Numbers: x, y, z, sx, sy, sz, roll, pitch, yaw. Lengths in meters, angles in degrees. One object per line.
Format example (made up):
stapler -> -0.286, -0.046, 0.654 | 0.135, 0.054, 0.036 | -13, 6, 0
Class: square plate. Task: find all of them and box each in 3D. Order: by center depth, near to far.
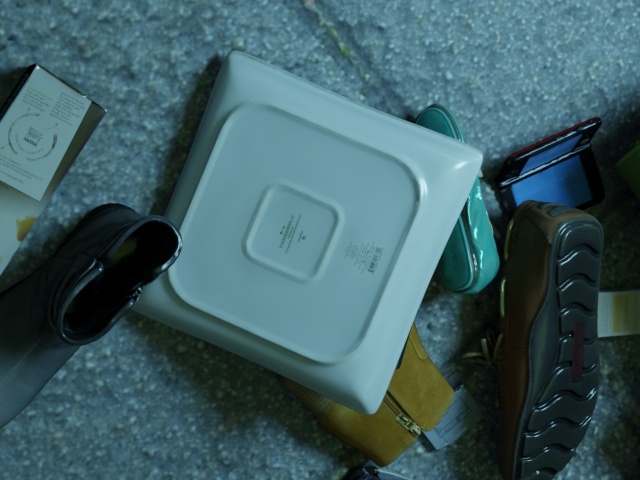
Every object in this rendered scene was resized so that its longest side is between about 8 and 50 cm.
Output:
square plate -> -0.027, -0.012, 1.761 | 0.344, 0.049, 0.347 | 23, 94, 12

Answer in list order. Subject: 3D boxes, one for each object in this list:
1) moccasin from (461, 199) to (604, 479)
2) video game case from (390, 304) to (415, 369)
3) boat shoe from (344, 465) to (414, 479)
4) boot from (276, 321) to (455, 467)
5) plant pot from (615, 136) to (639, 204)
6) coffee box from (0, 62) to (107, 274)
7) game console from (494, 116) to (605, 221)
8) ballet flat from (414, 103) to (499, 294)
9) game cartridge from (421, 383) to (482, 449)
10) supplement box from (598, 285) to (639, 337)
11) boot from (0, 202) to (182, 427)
moccasin -> 0.275, 0.137, 1.908 | 0.139, 0.147, 0.380 | -11, 107, -30
video game case -> 0.000, 0.000, 1.797 | 0.274, 0.035, 0.248 | 16, 92, 12
boat shoe -> 0.194, 0.396, 1.899 | 0.340, 0.158, 0.127 | 18, 91, -17
boot -> 0.103, 0.131, 1.882 | 0.211, 0.104, 0.295 | 38, 90, -22
plant pot -> 0.576, -0.047, 1.868 | 0.366, 0.366, 0.353 | -42, 86, -8
coffee box -> -0.359, -0.077, 1.696 | 0.098, 0.141, 0.246 | 33, 87, -16
game console -> 0.311, -0.082, 1.919 | 0.144, 0.124, 0.085 | -25, 76, -12
ballet flat -> 0.176, -0.053, 1.884 | 0.087, 0.083, 0.247 | -6, 84, -54
game cartridge -> 0.172, 0.237, 1.949 | 0.083, 0.017, 0.056 | -39, 101, -8
supplement box -> 0.394, 0.097, 1.985 | 0.098, 0.036, 0.062 | -3, 97, -16
boot -> -0.306, 0.092, 1.687 | 0.118, 0.222, 0.338 | 37, 86, -17
